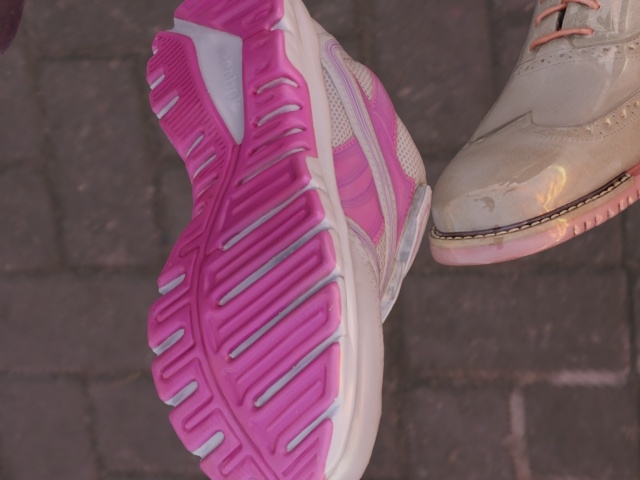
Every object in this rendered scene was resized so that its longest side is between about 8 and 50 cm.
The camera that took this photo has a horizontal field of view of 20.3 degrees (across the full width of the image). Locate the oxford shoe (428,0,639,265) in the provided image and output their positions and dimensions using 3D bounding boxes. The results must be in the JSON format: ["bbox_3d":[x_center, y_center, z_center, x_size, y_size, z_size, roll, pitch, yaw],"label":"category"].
[{"bbox_3d":[0.165,-0.127,1.130,0.140,0.397,0.146,-5,120,37],"label":"oxford shoe"}]

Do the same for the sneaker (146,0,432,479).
[{"bbox_3d":[0.000,0.000,0.746,0.103,0.252,0.111,-28,140,34],"label":"sneaker"}]

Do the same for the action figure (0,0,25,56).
[{"bbox_3d":[-0.215,-0.120,0.497,0.285,0.099,0.185,7,88,25],"label":"action figure"}]
